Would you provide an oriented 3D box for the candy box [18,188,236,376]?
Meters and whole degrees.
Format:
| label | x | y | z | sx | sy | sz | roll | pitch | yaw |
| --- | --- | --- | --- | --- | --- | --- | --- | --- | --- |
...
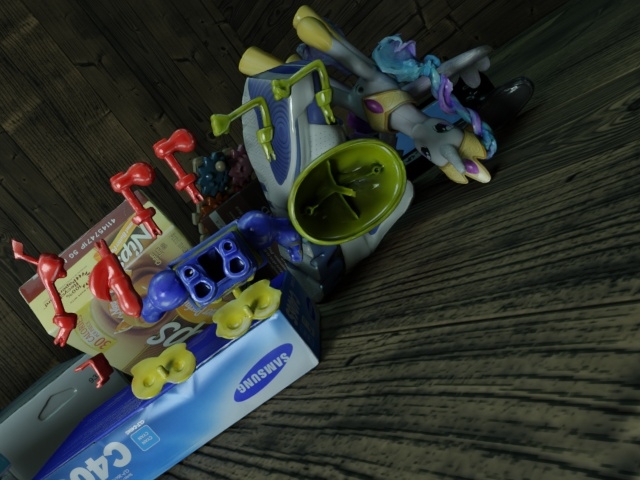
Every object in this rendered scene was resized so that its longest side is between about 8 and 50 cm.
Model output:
| label | x | y | z | sx | sy | sz | roll | pitch | yaw |
| --- | --- | --- | --- | --- | --- | --- | --- | --- | --- |
| candy box | -0.228 | 0.090 | 0.763 | 0.183 | 0.087 | 0.316 | -42 | -27 | -11 |

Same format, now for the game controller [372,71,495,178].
| label | x | y | z | sx | sy | sz | roll | pitch | yaw |
| --- | --- | --- | --- | --- | --- | --- | --- | --- | --- |
| game controller | 0.204 | -0.215 | 1.102 | 0.319 | 0.067 | 0.166 | -32 | 46 | 20 |

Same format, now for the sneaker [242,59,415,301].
| label | x | y | z | sx | sy | sz | roll | pitch | yaw |
| --- | --- | --- | --- | --- | --- | --- | --- | --- | --- |
| sneaker | 0.021 | -0.089 | 0.720 | 0.182 | 0.315 | 0.127 | -29 | 37 | -25 |

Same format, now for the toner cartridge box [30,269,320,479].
| label | x | y | z | sx | sy | sz | roll | pitch | yaw |
| --- | --- | --- | --- | --- | --- | --- | --- | --- | --- |
| toner cartridge box | -0.159 | 0.180 | 0.635 | 0.348 | 0.075 | 0.165 | -36 | 10 | 7 |

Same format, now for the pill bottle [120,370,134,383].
| label | x | y | z | sx | sy | sz | roll | pitch | yaw |
| --- | --- | --- | --- | --- | --- | --- | --- | --- | --- |
| pill bottle | -0.380 | 0.195 | 1.064 | 0.131 | 0.131 | 0.229 | -45 | -4 | -40 |

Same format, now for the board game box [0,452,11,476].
| label | x | y | z | sx | sy | sz | roll | pitch | yaw |
| --- | --- | --- | --- | --- | --- | --- | --- | --- | --- |
| board game box | -0.443 | 0.326 | 0.424 | 0.254 | 0.079 | 0.336 | -42 | 8 | 13 |

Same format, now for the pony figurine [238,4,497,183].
| label | x | y | z | sx | sy | sz | roll | pitch | yaw |
| --- | --- | --- | --- | --- | --- | --- | --- | --- | --- |
| pony figurine | 0.101 | -0.211 | 0.846 | 0.302 | 0.363 | 0.351 | -59 | -5 | 21 |

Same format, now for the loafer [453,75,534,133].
| label | x | y | z | sx | sy | sz | roll | pitch | yaw |
| --- | --- | --- | --- | --- | --- | --- | --- | --- | --- |
| loafer | 0.287 | -0.204 | 0.925 | 0.170 | 0.062 | 0.061 | -43 | 13 | 35 |

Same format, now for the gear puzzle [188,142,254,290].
| label | x | y | z | sx | sy | sz | roll | pitch | yaw |
| --- | --- | --- | --- | --- | --- | --- | --- | --- | --- |
| gear puzzle | -0.185 | -0.024 | 1.148 | 0.044 | 0.339 | 0.175 | 15 | 28 | 32 |

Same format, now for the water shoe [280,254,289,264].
| label | x | y | z | sx | sy | sz | roll | pitch | yaw |
| --- | --- | --- | --- | --- | --- | --- | --- | --- | --- |
| water shoe | 0.000 | 0.000 | 0.908 | 0.073 | 0.080 | 0.203 | -32 | 10 | 27 |

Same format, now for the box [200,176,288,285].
| label | x | y | z | sx | sy | sz | roll | pitch | yaw |
| --- | --- | --- | --- | --- | --- | --- | --- | --- | --- |
| box | -0.043 | -0.080 | 1.124 | 0.143 | 0.191 | 0.381 | -29 | 13 | 42 |

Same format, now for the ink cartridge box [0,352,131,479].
| label | x | y | z | sx | sy | sz | roll | pitch | yaw |
| --- | --- | --- | --- | --- | --- | --- | --- | --- | --- |
| ink cartridge box | -0.497 | 0.331 | 1.001 | 0.307 | 0.129 | 0.223 | -26 | 15 | 49 |

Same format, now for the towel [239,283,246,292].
| label | x | y | z | sx | sy | sz | roll | pitch | yaw |
| --- | --- | --- | --- | --- | --- | --- | --- | --- | --- |
| towel | -0.173 | 0.102 | 0.969 | 0.113 | 0.023 | 0.152 | -11 | 58 | 52 |

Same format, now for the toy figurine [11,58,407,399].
| label | x | y | z | sx | sy | sz | roll | pitch | yaw |
| --- | --- | --- | --- | --- | --- | --- | --- | --- | --- |
| toy figurine | -0.107 | -0.011 | 0.608 | 0.362 | 0.191 | 0.217 | -37 | 4 | -9 |

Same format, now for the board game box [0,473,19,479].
| label | x | y | z | sx | sy | sz | roll | pitch | yaw |
| --- | --- | --- | --- | --- | --- | --- | --- | --- | --- |
| board game box | -0.416 | 0.380 | 0.506 | 0.193 | 0.053 | 0.305 | -43 | 8 | 9 |
